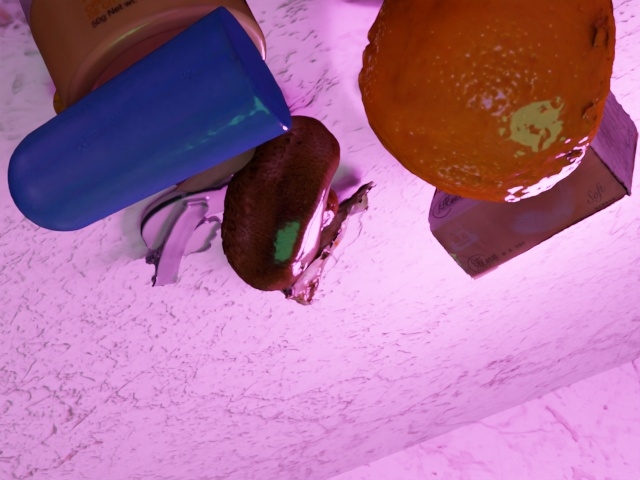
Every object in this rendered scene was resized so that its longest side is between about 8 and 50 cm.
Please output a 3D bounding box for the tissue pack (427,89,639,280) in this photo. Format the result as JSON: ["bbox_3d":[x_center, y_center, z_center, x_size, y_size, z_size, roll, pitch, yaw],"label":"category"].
[{"bbox_3d":[0.303,-0.124,1.834,0.306,0.238,0.239,-33,155,35],"label":"tissue pack"}]

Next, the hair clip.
[{"bbox_3d":[-0.204,-0.017,1.763,0.140,0.054,0.220,-3,143,-32],"label":"hair clip"}]

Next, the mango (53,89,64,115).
[{"bbox_3d":[-0.268,-0.180,1.390,0.114,0.057,0.079,-35,160,24],"label":"mango"}]

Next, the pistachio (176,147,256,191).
[{"bbox_3d":[-0.150,-0.120,1.550,0.113,0.113,0.149,5,138,-48],"label":"pistachio"}]

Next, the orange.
[{"bbox_3d":[0.198,-0.219,1.451,0.293,0.340,0.340,9,149,-1],"label":"orange"}]

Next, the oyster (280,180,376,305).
[{"bbox_3d":[0.000,-0.004,1.953,0.294,0.094,0.166,-53,163,26],"label":"oyster"}]

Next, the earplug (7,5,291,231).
[{"bbox_3d":[-0.177,-0.100,1.137,0.273,0.132,0.132,-28,154,11],"label":"earplug"}]

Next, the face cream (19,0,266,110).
[{"bbox_3d":[-0.187,-0.227,1.235,0.218,0.179,0.218,-21,154,-11],"label":"face cream"}]

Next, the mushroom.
[{"bbox_3d":[-0.054,-0.049,1.634,0.153,0.253,0.253,15,148,2],"label":"mushroom"}]
